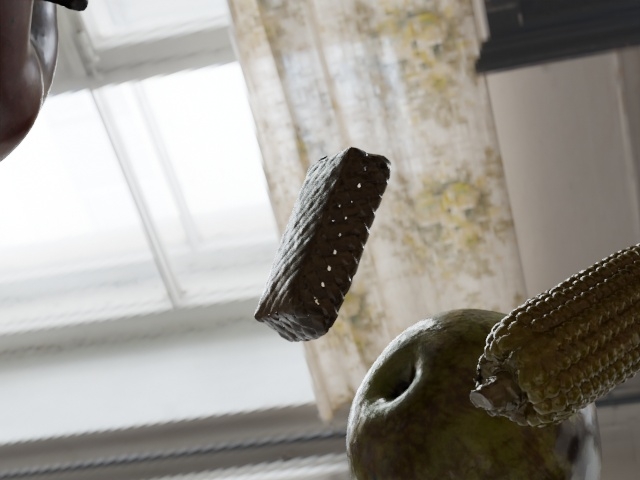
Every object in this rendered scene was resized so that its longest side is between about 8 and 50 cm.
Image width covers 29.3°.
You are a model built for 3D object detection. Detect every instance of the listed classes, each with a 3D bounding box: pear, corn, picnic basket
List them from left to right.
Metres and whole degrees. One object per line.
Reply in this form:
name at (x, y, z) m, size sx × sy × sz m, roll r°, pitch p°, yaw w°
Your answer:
picnic basket at (0.000, 0.000, 1.174) m, size 0.110 × 0.055 × 0.193 m, roll -18°, pitch -133°, yaw 62°
pear at (0.165, 0.211, 1.271) m, size 0.283 × 0.283 × 0.283 m, roll -11°, pitch -145°, yaw 8°
corn at (0.223, 0.066, 0.960) m, size 0.261 × 0.097 × 0.097 m, roll -27°, pitch -145°, yaw -24°

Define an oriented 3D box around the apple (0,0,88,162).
apple at (-0.233, -0.130, 0.619) m, size 0.234 × 0.234 × 0.234 m, roll -11°, pitch -145°, yaw 8°
